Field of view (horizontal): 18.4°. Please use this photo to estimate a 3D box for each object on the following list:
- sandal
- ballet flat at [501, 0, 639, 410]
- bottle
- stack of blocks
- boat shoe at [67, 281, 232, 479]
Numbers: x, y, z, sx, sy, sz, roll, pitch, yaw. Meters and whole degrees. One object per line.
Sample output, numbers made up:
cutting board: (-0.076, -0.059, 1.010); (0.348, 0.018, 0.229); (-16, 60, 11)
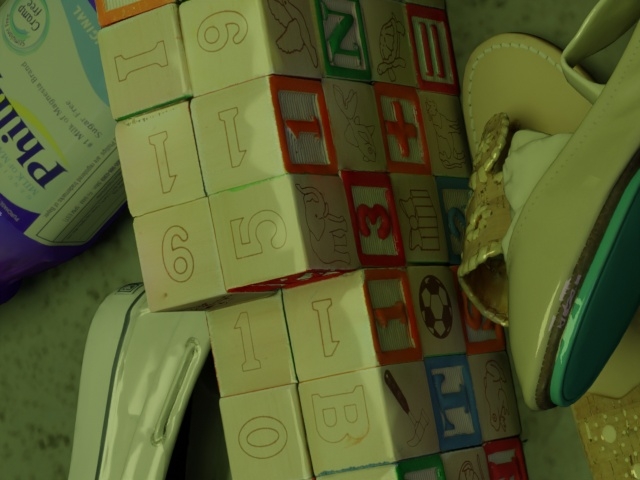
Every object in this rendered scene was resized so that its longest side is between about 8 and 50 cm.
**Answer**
sandal: (0.102, 0.015, 0.886); (0.088, 0.079, 0.240); (-30, 75, 43)
ballet flat: (0.127, -0.044, 0.842); (0.086, 0.086, 0.248); (24, 73, 29)
bottle: (-0.157, -0.047, 1.045); (0.283, 0.092, 0.118); (-44, 70, 24)
stack of blocks: (0.000, 0.000, 0.904); (0.087, 0.171, 0.297); (-13, 84, 31)
boat shoe: (-0.079, 0.151, 0.997); (0.084, 0.095, 0.258); (4, 93, 36)
